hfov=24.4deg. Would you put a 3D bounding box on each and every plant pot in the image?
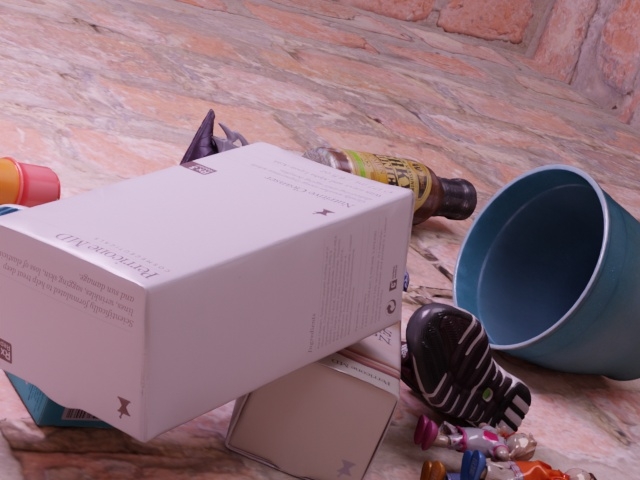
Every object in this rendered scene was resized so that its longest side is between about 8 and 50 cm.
[{"bbox_3d":[0.370,0.068,2.066,0.255,0.272,0.272,28,14,-34],"label":"plant pot"}]

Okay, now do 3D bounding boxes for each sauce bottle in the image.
[{"bbox_3d":[0.111,-0.081,2.355,0.344,0.111,0.111,4,27,-44],"label":"sauce bottle"}]

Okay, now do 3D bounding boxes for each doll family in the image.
[{"bbox_3d":[0.198,0.271,1.569,0.163,0.118,0.263,13,3,-13],"label":"doll family"}]

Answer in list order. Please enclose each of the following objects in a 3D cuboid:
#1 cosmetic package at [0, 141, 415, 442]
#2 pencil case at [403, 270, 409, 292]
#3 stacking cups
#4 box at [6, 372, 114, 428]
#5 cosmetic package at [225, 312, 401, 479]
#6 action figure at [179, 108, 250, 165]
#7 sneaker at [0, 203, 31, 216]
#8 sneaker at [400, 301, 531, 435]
[{"bbox_3d":[-0.108,0.034,1.420,0.217,0.156,0.385,19,24,33],"label":"cosmetic package"},{"bbox_3d":[-0.028,0.035,1.884,0.273,0.113,0.124,25,44,1],"label":"pencil case"},{"bbox_3d":[-0.439,-0.070,1.710,0.316,0.096,0.096,6,26,-45],"label":"stacking cups"},{"bbox_3d":[-0.278,0.096,1.503,0.100,0.060,0.244,8,25,-37],"label":"box"},{"bbox_3d":[0.000,0.134,1.624,0.153,0.129,0.296,22,20,-6],"label":"cosmetic package"},{"bbox_3d":[-0.025,-0.038,1.686,0.285,0.099,0.185,27,-8,-8],"label":"action figure"},{"bbox_3d":[-0.276,0.027,1.671,0.228,0.087,0.092,28,11,-10],"label":"sneaker"},{"bbox_3d":[0.126,0.142,1.735,0.162,0.106,0.281,25,-17,39],"label":"sneaker"}]
